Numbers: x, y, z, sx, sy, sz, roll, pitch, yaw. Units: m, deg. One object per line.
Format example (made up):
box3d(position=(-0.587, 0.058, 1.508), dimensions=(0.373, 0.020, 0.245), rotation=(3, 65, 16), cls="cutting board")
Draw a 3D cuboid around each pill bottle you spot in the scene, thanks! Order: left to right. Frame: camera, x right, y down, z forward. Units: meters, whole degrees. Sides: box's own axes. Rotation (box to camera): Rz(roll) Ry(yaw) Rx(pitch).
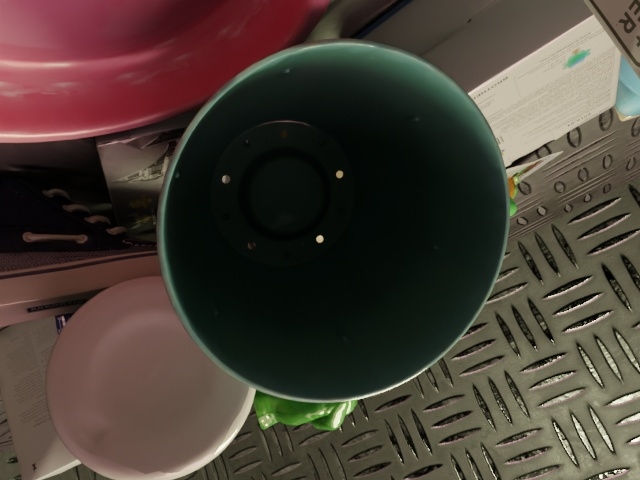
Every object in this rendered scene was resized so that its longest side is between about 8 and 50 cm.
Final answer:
box3d(position=(-0.197, 0.185, 0.672), dimensions=(0.204, 0.204, 0.361), rotation=(-18, 166, -18), cls="pill bottle")

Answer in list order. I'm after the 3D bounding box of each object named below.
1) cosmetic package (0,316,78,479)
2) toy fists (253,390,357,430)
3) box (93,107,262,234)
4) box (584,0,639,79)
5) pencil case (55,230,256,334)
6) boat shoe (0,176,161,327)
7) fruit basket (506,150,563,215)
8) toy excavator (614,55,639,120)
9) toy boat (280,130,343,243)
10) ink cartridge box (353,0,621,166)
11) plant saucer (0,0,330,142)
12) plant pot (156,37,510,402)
box3d(position=(-0.406, 0.232, 0.961), dimensions=(0.377, 0.284, 0.097), rotation=(-28, 162, 14), cls="cosmetic package")
box3d(position=(-0.014, 0.186, 0.757), dimensions=(0.142, 0.096, 0.279), rotation=(-13, -175, -1), cls="toy fists")
box3d(position=(-0.179, -0.097, 0.666), dimensions=(0.183, 0.056, 0.231), rotation=(-17, 161, -21), cls="box")
box3d(position=(0.202, -0.252, 0.311), dimensions=(0.169, 0.289, 0.087), rotation=(-22, 162, -9), cls="box")
box3d(position=(-0.210, 0.034, 0.837), dimensions=(0.411, 0.159, 0.183), rotation=(-15, 153, -25), cls="pencil case")
box3d(position=(-0.280, -0.001, 0.623), dimensions=(0.341, 0.158, 0.127), rotation=(-6, 160, -33), cls="boat shoe")
box3d(position=(0.386, -0.084, 1.266), dimensions=(0.353, 0.165, 0.327), rotation=(-14, 160, -39), cls="fruit basket")
box3d(position=(0.549, -0.298, 0.842), dimensions=(0.433, 0.222, 0.445), rotation=(-17, 175, -20), cls="toy excavator")
box3d(position=(-0.006, -0.020, 0.774), dimensions=(0.148, 0.318, 0.268), rotation=(4, 178, 45), cls="toy boat")
box3d(position=(0.243, -0.209, 0.724), dimensions=(0.270, 0.151, 0.395), rotation=(-30, 160, 21), cls="ink cartridge box")
box3d(position=(-0.156, -0.166, 0.353), dimensions=(0.332, 0.084, 0.332), rotation=(-18, 176, -1), cls="plant saucer")
box3d(position=(-0.009, -0.029, 0.523), dimensions=(0.293, 0.292, 0.235), rotation=(-20, -163, -12), cls="plant pot")
